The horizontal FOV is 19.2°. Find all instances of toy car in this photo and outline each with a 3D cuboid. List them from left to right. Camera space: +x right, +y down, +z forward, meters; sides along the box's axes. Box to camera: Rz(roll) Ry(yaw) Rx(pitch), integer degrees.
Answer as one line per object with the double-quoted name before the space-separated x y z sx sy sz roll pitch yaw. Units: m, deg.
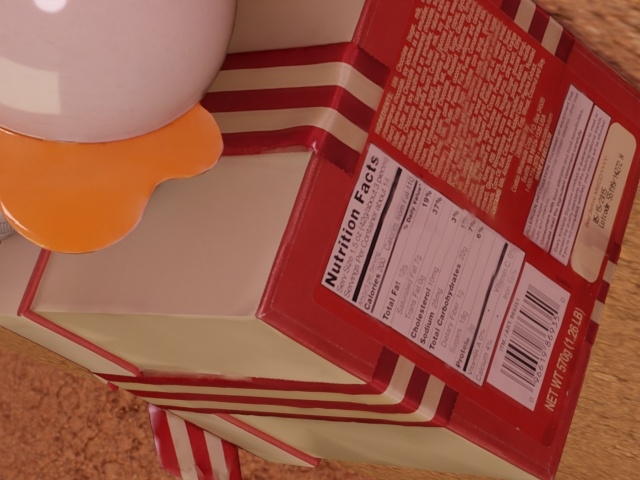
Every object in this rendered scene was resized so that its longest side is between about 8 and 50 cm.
"toy car" -0.109 -0.108 0.620 0.210 0.238 0.219 2 152 -19

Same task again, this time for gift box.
"gift box" 0.000 0.000 1.005 0.258 0.255 0.276 1 151 46

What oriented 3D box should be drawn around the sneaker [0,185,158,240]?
"sneaker" -0.236 -0.104 0.925 0.366 0.137 0.210 21 167 44
